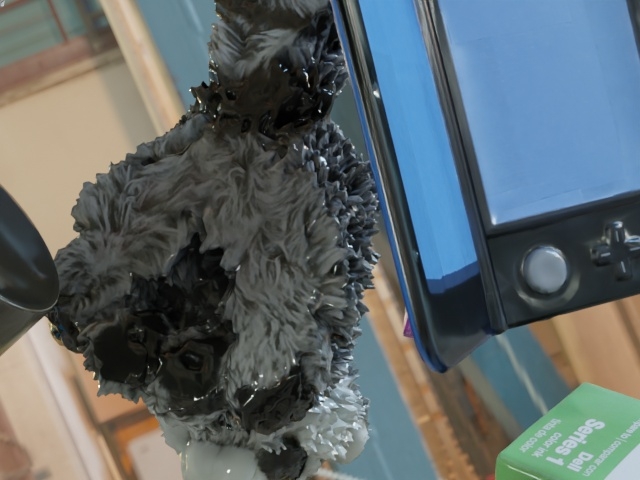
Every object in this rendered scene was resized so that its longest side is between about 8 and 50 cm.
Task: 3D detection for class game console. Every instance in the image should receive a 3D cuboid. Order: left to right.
[{"bbox_3d":[0.117,-0.095,0.758,0.250,0.293,0.173,-14,1,-13],"label":"game console"}]

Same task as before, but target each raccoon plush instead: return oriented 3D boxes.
[{"bbox_3d":[0.000,0.000,0.992,0.446,0.216,0.299,-56,-22,-3],"label":"raccoon plush"}]

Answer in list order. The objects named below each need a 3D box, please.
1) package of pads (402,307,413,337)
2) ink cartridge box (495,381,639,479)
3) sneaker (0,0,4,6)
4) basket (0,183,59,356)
[{"bbox_3d":[0.111,0.062,1.459,0.032,0.083,0.050,10,-35,1],"label":"package of pads"},{"bbox_3d":[0.242,0.229,0.765,0.278,0.201,0.117,17,29,35],"label":"ink cartridge box"},{"bbox_3d":[-0.340,-0.287,1.389,0.236,0.130,0.323,-37,-7,-25],"label":"sneaker"},{"bbox_3d":[-0.276,0.056,0.772,0.227,0.154,0.204,-38,-10,11],"label":"basket"}]
